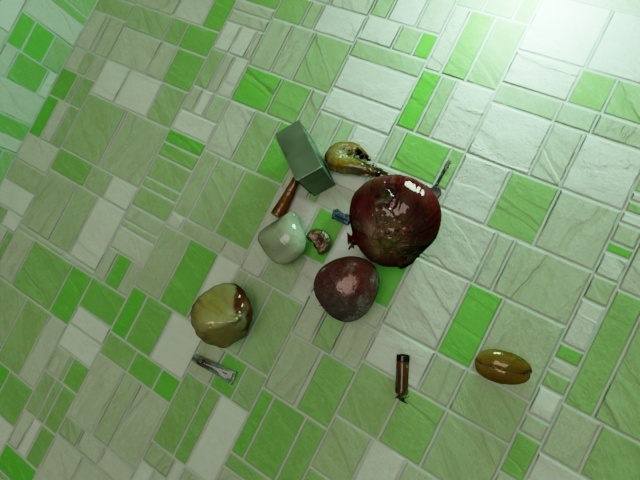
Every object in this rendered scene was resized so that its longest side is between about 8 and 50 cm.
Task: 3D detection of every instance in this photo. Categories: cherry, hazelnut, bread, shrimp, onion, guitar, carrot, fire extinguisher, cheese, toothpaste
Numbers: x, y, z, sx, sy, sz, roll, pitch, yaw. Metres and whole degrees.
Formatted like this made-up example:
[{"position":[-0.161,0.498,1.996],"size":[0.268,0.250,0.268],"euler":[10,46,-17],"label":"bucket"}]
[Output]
[{"position":[0.091,0.186,1.563],"size":[0.285,0.213,0.236],"euler":[-37,103,28],"label":"cherry"},{"position":[-0.386,0.301,1.656],"size":[0.241,0.261,0.261],"euler":[15,84,48],"label":"hazelnut"},{"position":[0.000,0.000,1.703],"size":[0.082,0.060,0.113],"euler":[-36,76,7],"label":"bread"},{"position":[0.153,-0.334,1.723],"size":[0.287,0.063,0.152],"euler":[17,70,16],"label":"shrimp"},{"position":[0.258,-0.068,1.520],"size":[0.353,0.353,0.354],"euler":[-3,80,15],"label":"onion"},{"position":[0.452,-0.214,1.634],"size":[0.088,0.025,0.233],"euler":[29,89,19],"label":"guitar"},{"position":[-0.139,-0.191,1.774],"size":[0.061,0.061,0.210],"euler":[27,87,18],"label":"carrot"},{"position":[0.305,0.514,1.542],"size":[0.062,0.050,0.177],"euler":[7,82,-23],"label":"fire extinguisher"},{"position":[-0.149,-0.001,1.696],"size":[0.198,0.154,0.189],"euler":[-34,78,11],"label":"cheese"},{"position":[0.638,0.443,1.450],"size":[0.189,0.077,0.114],"euler":[8,79,19],"label":"bread"},{"position":[-0.447,0.537,1.749],"size":[0.205,0.036,0.056],"euler":[22,85,14],"label":"toothpaste"}]

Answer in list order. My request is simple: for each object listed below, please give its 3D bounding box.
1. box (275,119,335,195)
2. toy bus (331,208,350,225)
[{"position":[-0.059,-0.323,1.687],"size":[0.117,0.225,0.225],"euler":[-27,74,9],"label":"box"},{"position":[0.086,-0.096,1.707],"size":[0.083,0.038,0.046],"euler":[27,92,18],"label":"toy bus"}]
